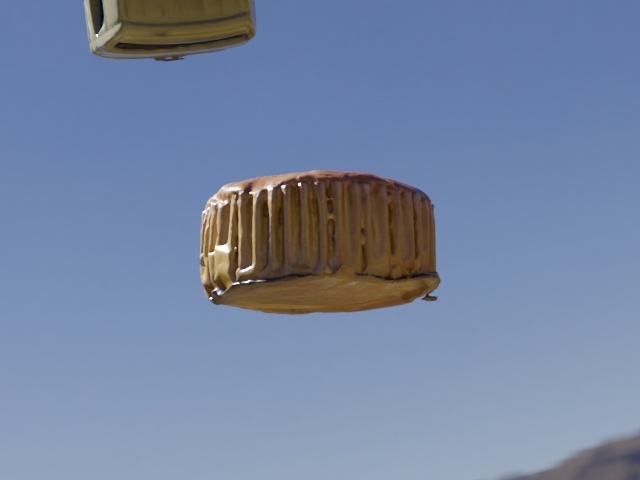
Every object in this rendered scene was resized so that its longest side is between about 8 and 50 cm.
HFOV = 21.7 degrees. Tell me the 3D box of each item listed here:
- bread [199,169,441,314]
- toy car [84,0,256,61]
[{"bbox_3d":[-0.001,0.000,1.368,0.199,0.104,0.199,-2,-11,0],"label":"bread"},{"bbox_3d":[-0.091,-0.231,0.932,0.101,0.257,0.124,-6,3,-12],"label":"toy car"}]
